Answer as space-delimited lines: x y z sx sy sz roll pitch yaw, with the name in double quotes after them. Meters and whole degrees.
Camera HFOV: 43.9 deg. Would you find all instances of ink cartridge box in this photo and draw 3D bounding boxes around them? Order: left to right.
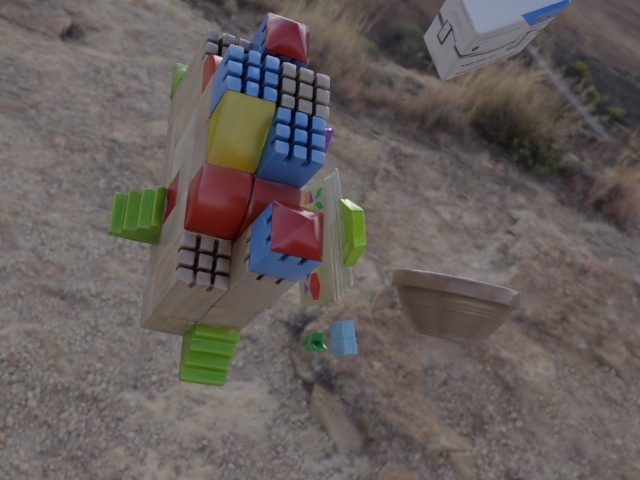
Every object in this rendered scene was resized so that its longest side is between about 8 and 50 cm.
0.255 -0.328 1.185 0.148 0.203 0.086 -21 85 -7 "ink cartridge box"

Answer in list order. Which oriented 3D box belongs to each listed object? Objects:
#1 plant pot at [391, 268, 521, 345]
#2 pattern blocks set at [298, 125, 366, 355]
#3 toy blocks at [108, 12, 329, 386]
0.239 0.127 1.452 0.237 0.110 0.237 13 -6 1 "plant pot"
0.000 0.000 1.120 0.026 0.325 0.285 -1 1 -21 "pattern blocks set"
-0.082 -0.078 0.789 0.190 0.261 0.382 13 61 -22 "toy blocks"
